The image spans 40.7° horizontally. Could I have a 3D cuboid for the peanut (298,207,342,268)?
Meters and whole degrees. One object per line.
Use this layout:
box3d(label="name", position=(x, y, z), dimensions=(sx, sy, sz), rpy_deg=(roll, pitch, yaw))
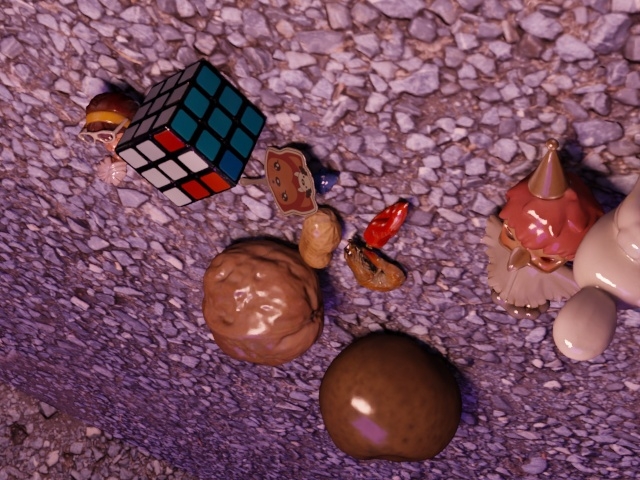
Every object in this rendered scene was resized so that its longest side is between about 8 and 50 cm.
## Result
box3d(label="peanut", position=(0.000, 0.000, 1.656), dimensions=(0.080, 0.080, 0.174), rpy_deg=(18, 150, 5))

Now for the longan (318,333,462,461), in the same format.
box3d(label="longan", position=(0.155, 0.359, 1.917), dimensions=(0.350, 0.288, 0.288), rpy_deg=(27, 148, -29))

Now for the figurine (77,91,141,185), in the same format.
box3d(label="figurine", position=(-0.332, -0.172, 1.556), dimensions=(0.175, 0.115, 0.240), rpy_deg=(3, 149, 28))

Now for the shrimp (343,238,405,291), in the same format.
box3d(label="shrimp", position=(0.100, 0.048, 1.697), dimensions=(0.101, 0.042, 0.190), rpy_deg=(-13, 142, 28))

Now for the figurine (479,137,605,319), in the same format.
box3d(label="figurine", position=(0.349, -0.007, 1.364), dimensions=(0.207, 0.166, 0.387), rpy_deg=(41, 156, 24))

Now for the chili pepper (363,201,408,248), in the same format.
box3d(label="chili pepper", position=(0.116, -0.025, 1.570), dimensions=(0.050, 0.059, 0.191), rpy_deg=(33, 148, -3))

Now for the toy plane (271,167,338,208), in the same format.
box3d(label="toy plane", position=(-0.030, -0.093, 1.566), dimensions=(0.167, 0.054, 0.062), rpy_deg=(-14, 159, 40))

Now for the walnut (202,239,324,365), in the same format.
box3d(label="walnut", position=(-0.122, 0.131, 1.771), dimensions=(0.273, 0.227, 0.273), rpy_deg=(19, 151, 11))

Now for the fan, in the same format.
box3d(label="fan", position=(-0.081, -0.106, 1.554), dimensions=(0.220, 0.009, 0.132), rpy_deg=(4, 113, 50))

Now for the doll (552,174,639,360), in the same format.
box3d(label="doll", position=(0.485, -0.025, 1.186), dimensions=(0.187, 0.376, 0.365), rpy_deg=(27, 127, 1))

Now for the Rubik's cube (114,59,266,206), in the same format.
box3d(label="Rubik's cube", position=(-0.216, -0.175, 1.444), dimensions=(0.163, 0.160, 0.162), rpy_deg=(-15, 133, 43))
